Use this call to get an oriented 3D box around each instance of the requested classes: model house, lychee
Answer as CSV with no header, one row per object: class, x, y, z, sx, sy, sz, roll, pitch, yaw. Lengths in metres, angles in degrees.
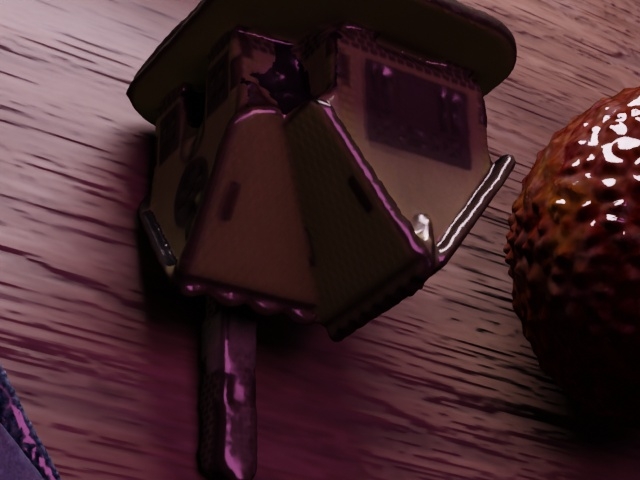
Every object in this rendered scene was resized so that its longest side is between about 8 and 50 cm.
model house,0.000,0.000,0.859,0.205,0.218,0.278,17,56,-27
lychee,0.248,0.011,1.013,0.261,0.260,0.260,20,50,-26

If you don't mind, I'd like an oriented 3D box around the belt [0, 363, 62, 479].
belt,-0.188,0.117,0.690,0.128,0.122,0.218,-25,84,-47
